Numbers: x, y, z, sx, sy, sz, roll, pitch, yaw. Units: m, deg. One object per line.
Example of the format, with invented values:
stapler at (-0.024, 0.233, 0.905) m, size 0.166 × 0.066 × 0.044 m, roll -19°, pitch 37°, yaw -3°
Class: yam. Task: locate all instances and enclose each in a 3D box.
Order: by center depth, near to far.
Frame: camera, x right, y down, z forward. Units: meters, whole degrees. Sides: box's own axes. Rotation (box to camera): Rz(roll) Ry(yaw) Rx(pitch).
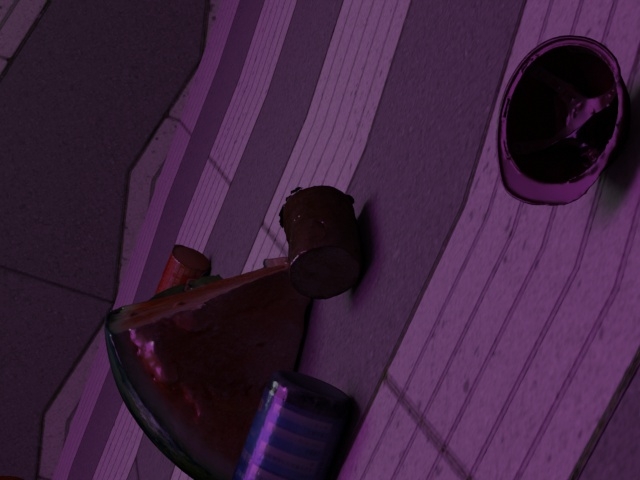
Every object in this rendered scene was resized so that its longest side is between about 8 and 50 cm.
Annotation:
yam at (0.002, 0.002, 1.417) m, size 0.127 × 0.084 × 0.084 m, roll -100°, pitch 31°, yaw -57°

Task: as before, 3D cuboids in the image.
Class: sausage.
sausage at (-0.264, 0.141, 2.331) m, size 0.074 × 0.074 × 0.274 m, roll -100°, pitch 32°, yaw -64°

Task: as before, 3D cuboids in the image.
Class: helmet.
helmet at (0.165, -0.073, 0.896) m, size 0.089 × 0.057 × 0.111 m, roll 16°, pitch 93°, yaw 35°

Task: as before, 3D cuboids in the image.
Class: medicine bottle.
medicine bottle at (-0.040, 0.226, 1.271) m, size 0.083 × 0.083 × 0.203 m, roll -140°, pitch 68°, yaw -76°

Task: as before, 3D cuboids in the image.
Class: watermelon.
watermelon at (-0.153, 0.124, 1.591) m, size 0.292 × 0.222 × 0.319 m, roll -21°, pitch 52°, yaw 68°

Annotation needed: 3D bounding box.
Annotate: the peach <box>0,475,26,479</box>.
peach at (-0.425, 0.507, 1.827) m, size 0.388 × 0.388 × 0.388 m, roll -161°, pitch 90°, yaw -77°
